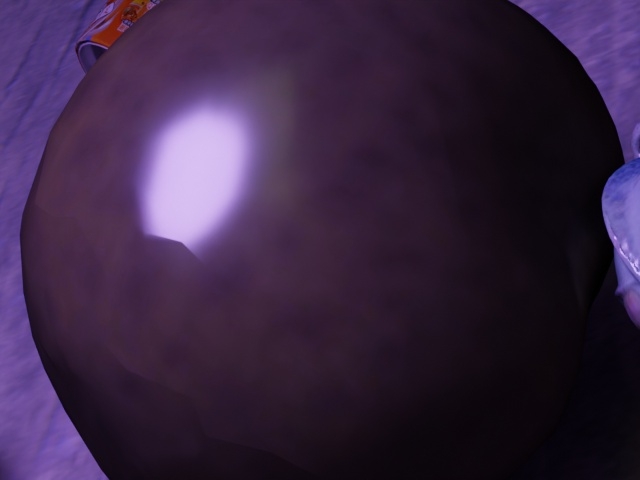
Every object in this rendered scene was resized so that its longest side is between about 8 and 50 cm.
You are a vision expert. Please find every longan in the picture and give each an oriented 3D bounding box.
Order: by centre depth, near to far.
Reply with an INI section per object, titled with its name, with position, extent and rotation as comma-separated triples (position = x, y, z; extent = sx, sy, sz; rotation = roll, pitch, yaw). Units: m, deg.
[longan]
position = 0.000, 0.000, 1.132
extent = 0.404, 0.336, 0.404
rotation = -10, 39, 8

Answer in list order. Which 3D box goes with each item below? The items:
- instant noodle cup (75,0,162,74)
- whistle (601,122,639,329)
[instant noodle cup]
position = -0.068, -0.164, 1.539
extent = 0.192, 0.250, 0.250
rotation = -49, 35, -14
[whistle]
position = 0.258, 0.052, 0.998
extent = 0.142, 0.133, 0.346
rotation = -53, 48, 26
